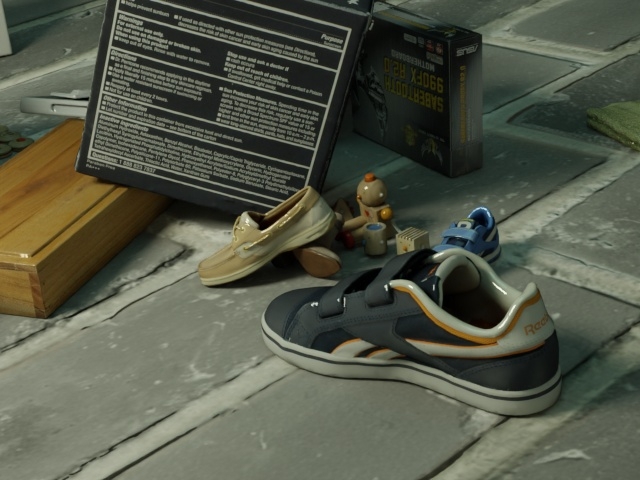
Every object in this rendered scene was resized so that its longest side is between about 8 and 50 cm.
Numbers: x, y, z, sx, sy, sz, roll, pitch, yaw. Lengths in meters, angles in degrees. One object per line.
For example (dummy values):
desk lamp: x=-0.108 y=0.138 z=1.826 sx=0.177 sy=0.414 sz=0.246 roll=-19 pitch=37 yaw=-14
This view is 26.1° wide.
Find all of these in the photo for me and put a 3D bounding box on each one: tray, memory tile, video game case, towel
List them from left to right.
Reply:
memory tile: x=-0.491 y=-0.142 z=1.988 sx=0.113 sy=0.012 sz=0.148 roll=-24 pitch=32 yaw=-34
tray: x=-0.321 y=-0.043 z=1.685 sx=0.203 sy=0.076 sz=0.411 roll=6 pitch=27 yaw=20
video game case: x=-0.274 y=-0.191 z=1.955 sx=0.206 sy=0.026 sz=0.227 roll=7 pitch=9 yaw=25
towel: x=0.433 y=-0.157 z=1.845 sx=0.110 sy=0.027 sz=0.148 roll=-14 pitch=27 yaw=-17

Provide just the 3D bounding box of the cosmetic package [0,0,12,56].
cosmetic package: x=-0.632 y=-0.410 z=2.368 sx=0.151 sy=0.183 sz=0.151 roll=-14 pitch=28 yaw=-19

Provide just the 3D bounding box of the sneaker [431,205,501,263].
sneaker: x=0.150 y=0.010 z=1.508 sx=0.053 sy=0.059 sz=0.144 roll=13 pitch=32 yaw=28

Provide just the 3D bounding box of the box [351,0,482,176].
box: x=0.122 y=-0.205 z=1.819 sx=0.056 sy=0.183 sz=0.231 roll=-17 pitch=29 yaw=-28

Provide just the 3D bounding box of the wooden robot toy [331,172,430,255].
wooden robot toy: x=0.057 y=-0.036 z=1.597 sx=0.076 sy=0.079 sz=0.173 roll=-17 pitch=28 yaw=-25

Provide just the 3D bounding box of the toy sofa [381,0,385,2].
toy sofa: x=-0.007 y=-0.284 z=2.026 sx=0.150 sy=0.177 sz=0.362 roll=7 pitch=27 yaw=11

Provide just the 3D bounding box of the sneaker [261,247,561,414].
sneaker: x=0.081 y=0.066 z=1.333 sx=0.321 sy=0.127 sz=0.126 roll=9 pitch=30 yaw=30

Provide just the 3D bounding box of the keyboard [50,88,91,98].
keyboard: x=-0.254 y=-0.213 z=1.964 sx=0.256 sy=0.014 sz=0.072 roll=-8 pitch=7 yaw=-37

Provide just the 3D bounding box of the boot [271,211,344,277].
boot: x=0.000 y=0.000 z=1.561 sx=0.118 sy=0.042 sz=0.087 roll=6 pitch=39 yaw=42

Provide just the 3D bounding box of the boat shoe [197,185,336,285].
boat shoe: x=-0.068 y=-0.009 z=1.529 sx=0.170 sy=0.059 sz=0.063 roll=-28 pitch=22 yaw=8

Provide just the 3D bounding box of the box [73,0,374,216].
box: x=-0.108 y=-0.206 z=1.636 sx=0.296 sy=0.294 sz=0.182 roll=15 pitch=31 yaw=-3
